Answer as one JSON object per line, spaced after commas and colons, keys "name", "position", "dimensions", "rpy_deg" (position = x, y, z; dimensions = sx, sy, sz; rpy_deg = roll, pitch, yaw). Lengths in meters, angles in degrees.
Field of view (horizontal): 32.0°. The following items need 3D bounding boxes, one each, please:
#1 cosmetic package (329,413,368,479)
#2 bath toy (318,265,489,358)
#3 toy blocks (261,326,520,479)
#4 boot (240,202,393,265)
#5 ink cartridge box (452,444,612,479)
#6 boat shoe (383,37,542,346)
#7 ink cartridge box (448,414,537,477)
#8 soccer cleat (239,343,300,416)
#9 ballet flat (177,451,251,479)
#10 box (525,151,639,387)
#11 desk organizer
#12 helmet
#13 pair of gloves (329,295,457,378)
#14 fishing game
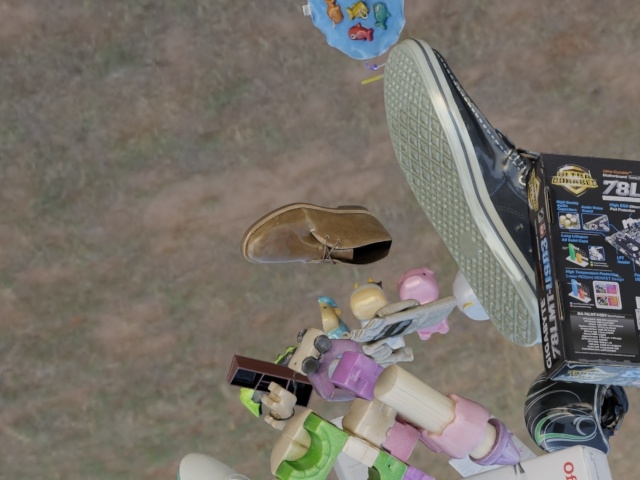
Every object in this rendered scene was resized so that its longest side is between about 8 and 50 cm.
{"name": "cosmetic package", "position": [0.083, 0.402, 1.821], "dimensions": [0.085, 0.231, 0.117], "rpy_deg": [-19, 157, -9]}
{"name": "bath toy", "position": [0.176, 0.114, 2.139], "dimensions": [0.348, 0.129, 0.151], "rpy_deg": [-17, 142, 7]}
{"name": "toy blocks", "position": [0.072, 0.294, 1.302], "dimensions": [0.260, 0.289, 0.309], "rpy_deg": [33, 171, -21]}
{"name": "boot", "position": [0.000, 0.000, 2.066], "dimensions": [0.305, 0.115, 0.112], "rpy_deg": [-8, 123, -32]}
{"name": "ink cartridge box", "position": [0.261, 0.361, 1.388], "dimensions": [0.219, 0.160, 0.092], "rpy_deg": [-22, 153, 28]}
{"name": "boat shoe", "position": [0.252, -0.085, 1.693], "dimensions": [0.156, 0.500, 0.187], "rpy_deg": [-30, -177, -22]}
{"name": "ink cartridge box", "position": [0.320, 0.409, 2.105], "dimensions": [0.092, 0.143, 0.090], "rpy_deg": [-37, 166, -47]}
{"name": "soccer cleat", "position": [-0.065, 0.244, 2.005], "dimensions": [0.179, 0.072, 0.060], "rpy_deg": [-40, 171, 5]}
{"name": "ballet flat", "position": [-0.094, 0.519, 1.896], "dimensions": [0.139, 0.400, 0.139], "rpy_deg": [-30, 175, -3]}
{"name": "box", "position": [0.417, 0.038, 1.401], "dimensions": [0.295, 0.293, 0.073], "rpy_deg": [4, 150, -10]}
{"name": "desk organizer", "position": [-0.077, 0.220, 1.736], "dimensions": [0.130, 0.050, 0.047], "rpy_deg": [14, 103, -14]}
{"name": "helmet", "position": [0.428, 0.294, 1.914], "dimensions": [0.161, 0.169, 0.169], "rpy_deg": [-9, 161, 40]}
{"name": "pair of gloves", "position": [0.096, 0.176, 1.816], "dimensions": [0.204, 0.042, 0.240], "rpy_deg": [-3, 145, -39]}
{"name": "fishing game", "position": [0.046, -0.368, 1.757], "dimensions": [0.189, 0.264, 0.041], "rpy_deg": [-6, -153, 44]}
